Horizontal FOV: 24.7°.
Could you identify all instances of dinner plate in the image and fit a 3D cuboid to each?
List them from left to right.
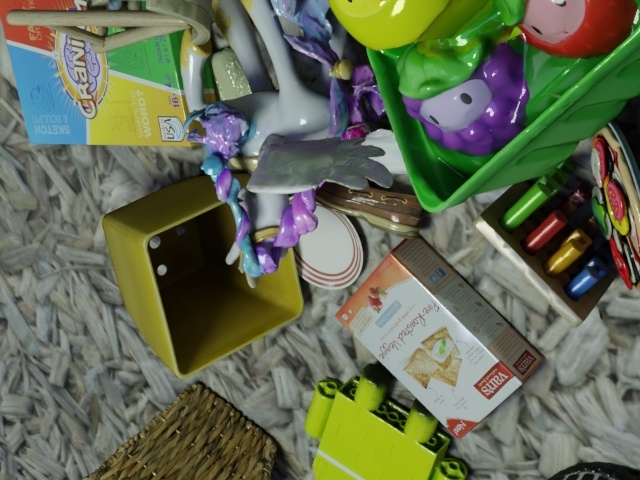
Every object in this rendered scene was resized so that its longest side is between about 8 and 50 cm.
[{"bbox_3d":[0.000,0.000,1.936,0.141,0.017,0.141,19,127,27],"label":"dinner plate"}]

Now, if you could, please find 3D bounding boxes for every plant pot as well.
[{"bbox_3d":[-0.175,0.026,1.965,0.187,0.212,0.212,22,131,49],"label":"plant pot"}]

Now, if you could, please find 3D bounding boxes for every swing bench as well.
[{"bbox_3d":[-0.212,-0.363,1.688,0.254,0.165,0.253,1,84,37],"label":"swing bench"}]

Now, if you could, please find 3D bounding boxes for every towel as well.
[{"bbox_3d":[-0.103,-0.181,1.893,0.110,0.027,0.148,-9,111,40],"label":"towel"}]

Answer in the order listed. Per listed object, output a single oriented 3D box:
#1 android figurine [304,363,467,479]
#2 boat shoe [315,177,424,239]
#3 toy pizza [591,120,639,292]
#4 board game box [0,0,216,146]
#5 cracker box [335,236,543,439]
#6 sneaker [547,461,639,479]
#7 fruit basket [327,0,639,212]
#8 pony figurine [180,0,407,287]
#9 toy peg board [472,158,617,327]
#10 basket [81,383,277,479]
[{"bbox_3d":[0.083,0.300,2.037,0.248,0.056,0.273,30,131,19],"label":"android figurine"},{"bbox_3d":[0.052,-0.057,1.835,0.178,0.064,0.060,23,98,23],"label":"boat shoe"},{"bbox_3d":[0.318,-0.033,1.559,0.032,0.201,0.201,-15,112,2],"label":"toy pizza"},{"bbox_3d":[-0.287,-0.248,1.938,0.316,0.064,0.242,3,111,39],"label":"board game box"},{"bbox_3d":[0.149,0.124,1.865,0.232,0.067,0.156,44,135,6],"label":"cracker box"},{"bbox_3d":[0.397,0.364,1.802,0.300,0.111,0.121,10,127,36],"label":"sneaker"},{"bbox_3d":[0.145,-0.229,1.426,0.392,0.392,0.283,-45,54,45],"label":"fruit basket"},{"bbox_3d":[-0.016,-0.142,1.709,0.351,0.303,0.363,-12,88,41],"label":"pony figurine"},{"bbox_3d":[0.274,-0.009,1.627,0.160,0.161,0.079,46,121,5],"label":"toy peg board"},{"bbox_3d":[-0.217,0.404,2.167,0.213,0.299,0.223,36,131,13],"label":"basket"}]
